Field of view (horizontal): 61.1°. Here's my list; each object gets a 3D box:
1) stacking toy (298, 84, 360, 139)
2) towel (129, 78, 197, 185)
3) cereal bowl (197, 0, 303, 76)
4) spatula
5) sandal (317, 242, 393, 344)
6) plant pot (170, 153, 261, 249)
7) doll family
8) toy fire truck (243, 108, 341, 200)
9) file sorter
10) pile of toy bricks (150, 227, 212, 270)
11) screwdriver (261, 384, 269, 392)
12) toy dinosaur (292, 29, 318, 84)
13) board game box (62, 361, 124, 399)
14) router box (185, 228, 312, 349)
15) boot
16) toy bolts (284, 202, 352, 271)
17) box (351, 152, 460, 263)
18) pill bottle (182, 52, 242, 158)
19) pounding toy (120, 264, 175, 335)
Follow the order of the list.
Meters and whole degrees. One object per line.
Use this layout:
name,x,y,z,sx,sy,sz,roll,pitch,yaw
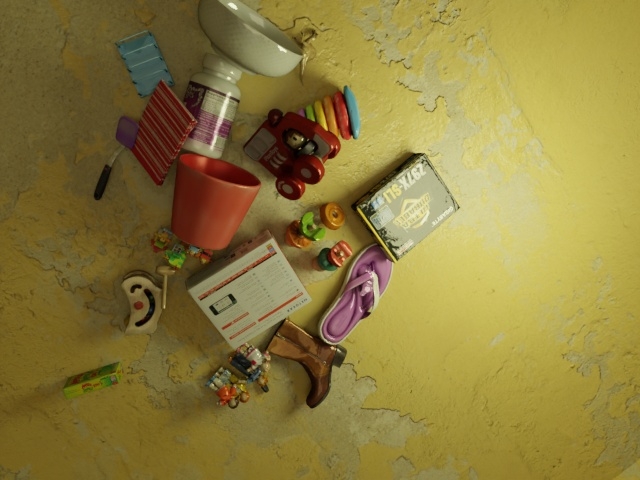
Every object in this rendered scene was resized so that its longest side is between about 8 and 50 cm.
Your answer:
stacking toy,-0.021,-0.396,1.816,0.301,0.166,0.175,-13,97,4
towel,-0.496,-0.329,1.686,0.199,0.031,0.275,50,121,18
cereal bowl,-0.226,-0.603,1.637,0.338,0.339,0.141,31,112,-15
spatula,-0.672,-0.261,1.757,0.084,0.030,0.297,33,100,16
sandal,0.147,0.207,1.976,0.169,0.102,0.417,31,88,-16
plant pot,-0.357,-0.120,1.756,0.274,0.275,0.243,17,108,-14
doll family,-0.280,0.492,1.972,0.163,0.118,0.263,42,86,1
toy fire truck,-0.097,-0.293,1.747,0.253,0.302,0.169,39,54,-12
file sorter,-0.549,-0.549,1.691,0.118,0.104,0.171,-23,106,-5
pile of toy bricks,-0.471,0.048,1.820,0.212,0.118,0.105,30,76,-15
screwdriver,-0.243,0.498,2.022,0.025,0.024,0.170,-29,101,26
toy dinosaur,-0.060,-0.618,1.798,0.092,0.053,0.183,15,99,-15
board game box,-0.782,0.482,1.873,0.181,0.092,0.043,-16,105,-7
router box,-0.244,0.174,1.882,0.335,0.082,0.301,-31,120,-3
boot,-0.076,0.458,2.004,0.280,0.096,0.264,27,96,-14
toy bolts,0.000,0.000,1.928,0.229,0.158,0.218,55,48,-6
box,0.307,-0.119,1.945,0.322,0.079,0.257,-39,104,-8
pill bottle,-0.351,-0.426,1.722,0.169,0.169,0.302,18,97,-14
pounding toy,-0.599,0.198,1.815,0.154,0.155,0.270,17,98,-18
